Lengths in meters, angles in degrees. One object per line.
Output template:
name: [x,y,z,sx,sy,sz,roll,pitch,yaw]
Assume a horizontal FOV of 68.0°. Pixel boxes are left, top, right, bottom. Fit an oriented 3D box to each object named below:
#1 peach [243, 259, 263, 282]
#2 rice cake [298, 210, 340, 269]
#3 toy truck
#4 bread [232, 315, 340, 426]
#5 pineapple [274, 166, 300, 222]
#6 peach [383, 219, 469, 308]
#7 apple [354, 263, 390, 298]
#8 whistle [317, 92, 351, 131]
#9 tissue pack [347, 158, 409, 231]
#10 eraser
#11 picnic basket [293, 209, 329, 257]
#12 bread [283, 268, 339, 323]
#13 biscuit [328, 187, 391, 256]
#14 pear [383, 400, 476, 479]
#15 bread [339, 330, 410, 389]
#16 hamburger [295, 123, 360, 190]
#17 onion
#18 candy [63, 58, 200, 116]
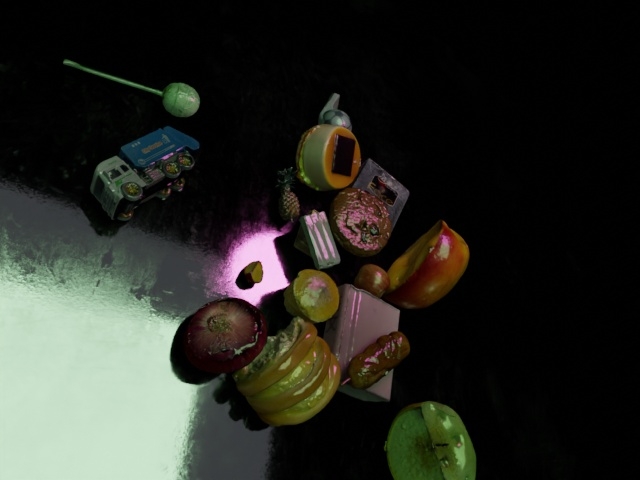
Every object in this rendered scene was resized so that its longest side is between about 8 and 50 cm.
peach: [-0.231,0.107,1.619,0.077,0.050,0.083,21,63,-56]
rice cake: [0.000,0.000,1.750,0.124,0.038,0.211,-15,79,-42]
toy truck: [-0.538,-0.217,1.491,0.175,0.146,0.367,45,45,0]
bread: [-0.084,0.410,1.455,0.315,0.211,0.270,-36,91,-30]
pineapple: [-0.122,-0.171,1.808,0.083,0.103,0.221,0,68,-23]
peach: [0.441,0.133,1.954,0.242,0.380,0.306,44,23,-10]
apple: [0.198,0.164,1.858,0.131,0.146,0.146,40,46,13]
whistle: [0.072,-0.522,2.100,0.163,0.163,0.290,39,51,-16]
tissue pack: [0.220,-0.157,2.051,0.259,0.122,0.361,40,52,-10]
eraser: [0.143,0.375,1.727,0.272,0.122,0.359,29,54,-25]
picnic basket: [-0.023,-0.023,1.824,0.115,0.079,0.164,33,52,-22]
bread: [-0.036,0.198,1.641,0.197,0.170,0.197,15,60,-29]
biscuit: [0.160,-0.077,1.851,0.296,0.075,0.296,11,66,-26]
pear: [0.403,0.746,1.674,0.318,0.238,0.342,9,57,-47]
bread: [0.189,0.411,1.606,0.344,0.084,0.124,-22,83,-42]
hamburger: [0.025,-0.335,1.924,0.294,0.179,0.276,0,98,-47]
onion: [-0.278,0.286,1.409,0.248,0.248,0.161,-51,140,-41]
candy: [-0.633,-0.531,1.621,0.440,0.119,0.119,14,60,-22]
